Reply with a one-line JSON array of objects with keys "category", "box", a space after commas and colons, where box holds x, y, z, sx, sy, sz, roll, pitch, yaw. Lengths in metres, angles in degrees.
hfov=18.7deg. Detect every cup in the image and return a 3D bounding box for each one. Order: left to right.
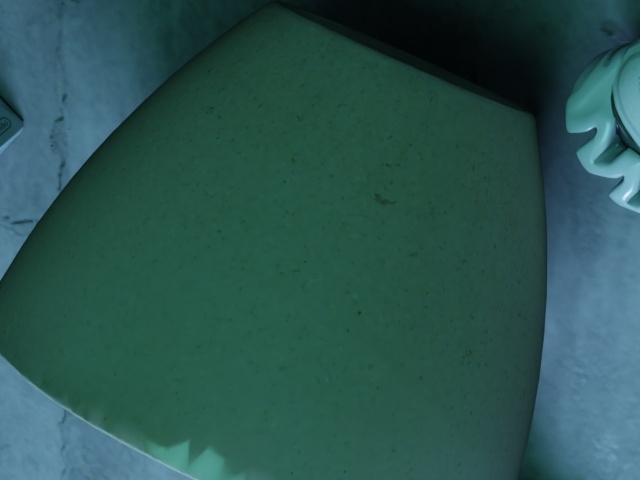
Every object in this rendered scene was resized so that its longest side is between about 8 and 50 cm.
[{"category": "cup", "box": [0.000, 0.000, 1.132, 0.331, 0.331, 0.237, 25, 99, 11]}]

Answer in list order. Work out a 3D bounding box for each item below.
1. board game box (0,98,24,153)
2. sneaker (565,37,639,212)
[{"category": "board game box", "box": [-0.375, -0.115, 1.268, 0.303, 0.224, 0.097, 46, 126, -5]}, {"category": "sneaker", "box": [0.268, -0.006, 1.085, 0.292, 0.110, 0.118, 45, 147, -5]}]
